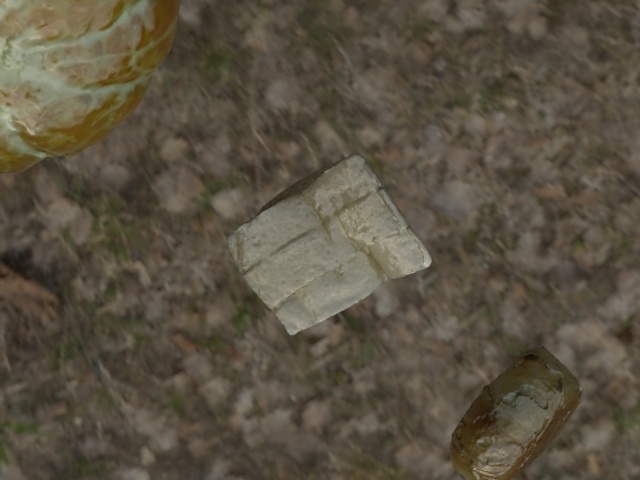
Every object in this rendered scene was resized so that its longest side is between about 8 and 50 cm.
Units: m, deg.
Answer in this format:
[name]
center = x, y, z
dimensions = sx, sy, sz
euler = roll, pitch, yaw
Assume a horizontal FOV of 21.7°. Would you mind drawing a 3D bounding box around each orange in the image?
[orange]
center = -0.272, -0.210, 1.314
dimensions = 0.329, 0.249, 0.329
euler = -6, 128, -8

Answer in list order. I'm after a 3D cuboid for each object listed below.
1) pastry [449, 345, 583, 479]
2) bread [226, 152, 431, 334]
[pastry]
center = 0.185, 0.171, 1.596
dimensions = 0.081, 0.153, 0.153
euler = 45, 97, 10
[bread]
center = 0.018, -0.012, 1.012
dimensions = 0.105, 0.152, 0.077
euler = -32, 96, 20
